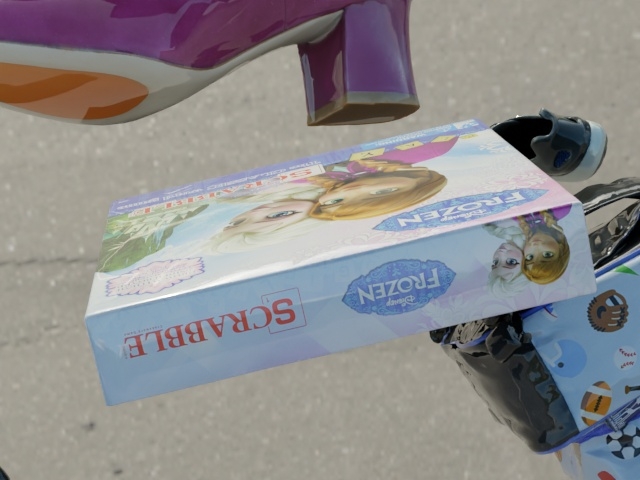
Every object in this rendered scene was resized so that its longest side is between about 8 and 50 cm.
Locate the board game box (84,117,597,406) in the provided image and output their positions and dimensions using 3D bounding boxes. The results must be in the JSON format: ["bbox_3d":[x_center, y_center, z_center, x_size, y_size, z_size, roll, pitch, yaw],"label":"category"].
[{"bbox_3d":[0.000,0.000,0.997,0.318,0.066,0.318,-13,16,-3],"label":"board game box"}]

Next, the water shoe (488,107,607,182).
[{"bbox_3d":[0.183,-0.087,1.283,0.080,0.203,0.073,23,73,-21],"label":"water shoe"}]

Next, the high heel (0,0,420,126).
[{"bbox_3d":[-0.058,-0.114,0.586,0.244,0.117,0.082,-2,-11,-31],"label":"high heel"}]

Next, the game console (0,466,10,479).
[{"bbox_3d":[-0.296,0.210,0.897,0.173,0.250,0.293,-41,23,-24],"label":"game console"}]

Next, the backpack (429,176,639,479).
[{"bbox_3d":[0.242,0.059,1.052,0.263,0.213,0.276,-37,4,-2],"label":"backpack"}]
